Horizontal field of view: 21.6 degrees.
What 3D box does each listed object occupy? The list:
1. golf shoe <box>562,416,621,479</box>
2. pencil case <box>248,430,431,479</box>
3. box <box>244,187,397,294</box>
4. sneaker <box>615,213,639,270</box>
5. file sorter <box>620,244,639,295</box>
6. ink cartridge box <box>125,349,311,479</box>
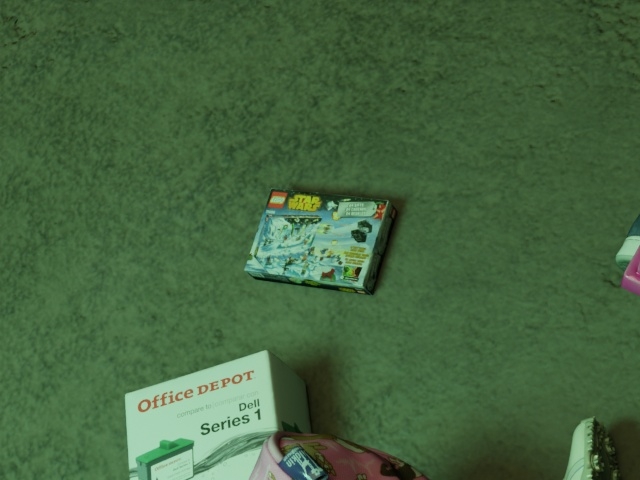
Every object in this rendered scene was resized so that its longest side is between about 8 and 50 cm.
[{"bbox_3d":[0.206,0.234,1.418,0.086,0.069,0.176,-8,60,30],"label":"golf shoe"},{"bbox_3d":[-0.037,0.347,1.360,0.160,0.167,0.386,25,99,13],"label":"pencil case"},{"bbox_3d":[0.000,0.000,1.667,0.137,0.027,0.094,8,70,30],"label":"box"},{"bbox_3d":[0.385,-0.023,1.447,0.226,0.086,0.163,18,75,33],"label":"sneaker"},{"bbox_3d":[0.417,-0.023,1.294,0.290,0.182,0.202,26,61,16],"label":"file sorter"},{"bbox_3d":[-0.089,0.230,1.550,0.160,0.092,0.219,-19,58,16],"label":"ink cartridge box"}]
